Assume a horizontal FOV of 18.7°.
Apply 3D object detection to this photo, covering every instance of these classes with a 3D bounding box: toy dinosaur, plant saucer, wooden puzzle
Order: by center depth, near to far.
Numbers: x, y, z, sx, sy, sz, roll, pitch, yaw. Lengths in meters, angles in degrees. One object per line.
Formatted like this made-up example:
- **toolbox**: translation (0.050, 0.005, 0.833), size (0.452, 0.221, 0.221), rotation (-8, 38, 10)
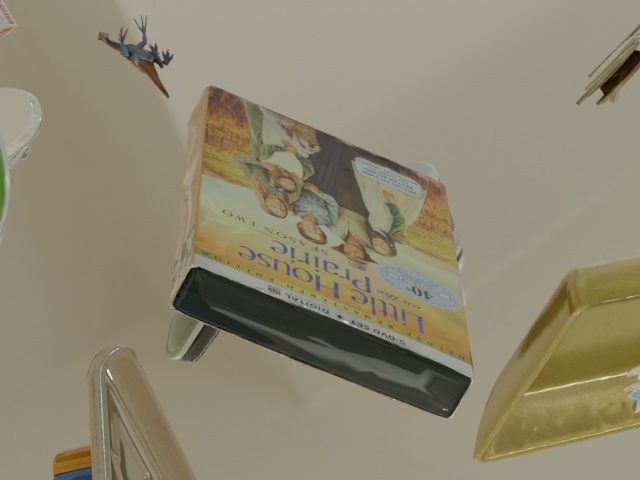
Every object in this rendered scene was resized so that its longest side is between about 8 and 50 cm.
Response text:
- **wooden puzzle**: translation (-0.169, 0.319, 1.733), size (0.080, 0.322, 0.348), rotation (-9, -129, 8)
- **toy dinosaur**: translation (-0.198, -0.193, 2.018), size (0.082, 0.090, 0.047), rotation (1, 178, 39)
- **plant saucer**: translation (0.347, 0.108, 2.161), size (0.332, 0.333, 0.081), rotation (-10, -121, -26)

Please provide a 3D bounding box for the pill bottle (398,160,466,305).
- **pill bottle**: translation (0.117, 0.006, 2.431), size (0.112, 0.187, 0.112), rotation (-16, -157, 7)

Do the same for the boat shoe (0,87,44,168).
- **boat shoe**: translation (-0.305, -0.087, 1.807), size (0.063, 0.066, 0.184), rotation (8, 150, -44)

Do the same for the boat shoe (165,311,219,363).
- **boat shoe**: translation (-0.099, 0.046, 2.219), size (0.081, 0.068, 0.228), rotation (12, -108, 60)

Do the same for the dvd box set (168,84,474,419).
- **dvd box set**: translation (0.000, 0.000, 2.028), size (0.420, 0.307, 0.062), rotation (-90, -155, -62)

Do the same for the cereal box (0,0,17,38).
- **cereal box**: translation (-0.430, -0.188, 1.986), size (0.173, 0.047, 0.240), rotation (-31, 180, 15)

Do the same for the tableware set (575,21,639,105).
- **tableware set**: translation (0.319, -0.191, 1.802), size (0.194, 0.039, 0.128), rotation (-46, -178, 22)

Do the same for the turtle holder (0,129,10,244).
- **turtle holder**: translation (-0.362, -0.052, 1.320), size (0.320, 0.227, 0.243), rotation (22, -115, 10)

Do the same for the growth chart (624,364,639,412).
- **growth chart**: translation (0.389, 0.134, 1.961), size (0.172, 0.237, 0.021), rotation (-19, -113, 0)
